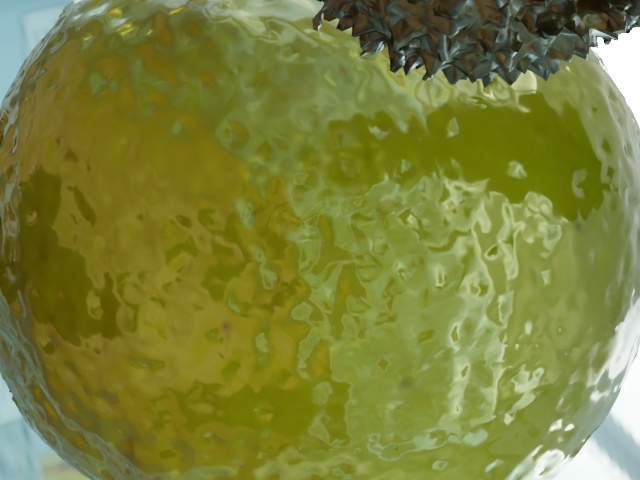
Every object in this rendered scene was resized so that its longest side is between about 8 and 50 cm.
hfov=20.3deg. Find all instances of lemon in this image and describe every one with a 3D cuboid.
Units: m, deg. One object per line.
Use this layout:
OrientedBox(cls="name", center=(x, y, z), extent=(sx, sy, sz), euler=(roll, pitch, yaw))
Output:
OrientedBox(cls="lemon", center=(-0.002, 0.000, 0.879), extent=(0.336, 0.336, 0.336), euler=(46, -34, 46))

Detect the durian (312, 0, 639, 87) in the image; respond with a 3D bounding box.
OrientedBox(cls="durian", center=(0.068, -0.128, 0.545), extent=(0.196, 0.196, 0.167), euler=(55, -13, 35))
